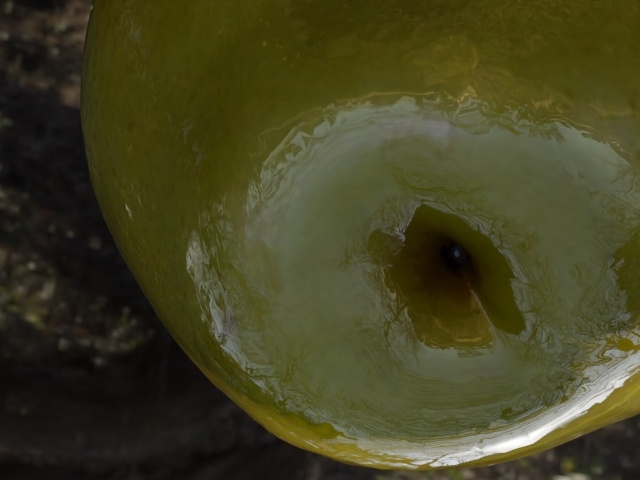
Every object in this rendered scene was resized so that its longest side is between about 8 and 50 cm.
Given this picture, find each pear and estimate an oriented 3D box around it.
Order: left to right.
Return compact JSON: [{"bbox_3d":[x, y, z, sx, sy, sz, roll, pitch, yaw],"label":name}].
[{"bbox_3d":[0.063,-0.065,0.793,0.363,0.418,0.362,1,118,2],"label":"pear"}]
